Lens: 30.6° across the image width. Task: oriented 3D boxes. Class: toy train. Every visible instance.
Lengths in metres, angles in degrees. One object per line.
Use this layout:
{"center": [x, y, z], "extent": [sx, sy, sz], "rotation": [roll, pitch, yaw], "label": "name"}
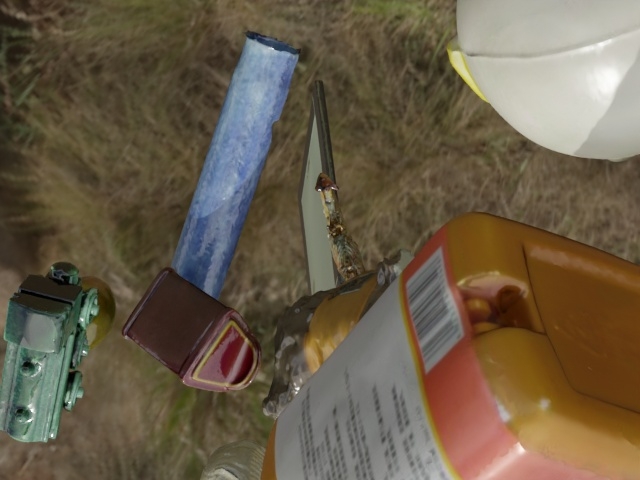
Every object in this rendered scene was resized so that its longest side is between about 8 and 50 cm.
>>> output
{"center": [-0.249, 0.105, 1.047], "extent": [0.071, 0.111, 0.170], "rotation": [15, 112, 1], "label": "toy train"}

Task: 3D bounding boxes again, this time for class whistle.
{"center": [-0.095, -0.056, 1.173], "extent": [0.062, 0.062, 0.304], "rotation": [20, 107, 3], "label": "whistle"}

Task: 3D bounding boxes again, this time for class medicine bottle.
{"center": [0.059, 0.109, 0.468], "extent": [0.149, 0.112, 0.222], "rotation": [19, 128, -25], "label": "medicine bottle"}

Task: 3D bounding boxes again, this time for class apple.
{"center": [-0.248, 0.076, 1.183], "extent": [0.089, 0.089, 0.074], "rotation": [-34, 97, 28], "label": "apple"}

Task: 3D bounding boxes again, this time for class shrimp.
{"center": [0.018, -0.005, 1.034], "extent": [0.025, 0.127, 0.091], "rotation": [-18, 137, -2], "label": "shrimp"}

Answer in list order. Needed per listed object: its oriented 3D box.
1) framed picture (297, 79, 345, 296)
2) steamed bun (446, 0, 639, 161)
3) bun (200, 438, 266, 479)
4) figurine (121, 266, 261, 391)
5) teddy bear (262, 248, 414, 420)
{"center": [0.000, 0.000, 1.552], "extent": [0.016, 0.347, 0.265], "rotation": [-2, 145, -8], "label": "framed picture"}
{"center": [0.318, -0.247, 1.188], "extent": [0.334, 0.374, 0.334], "rotation": [38, 146, 32], "label": "steamed bun"}
{"center": [-0.109, 0.363, 1.636], "extent": [0.113, 0.166, 0.173], "rotation": [-15, 97, 20], "label": "bun"}
{"center": [-0.108, 0.102, 1.129], "extent": [0.154, 0.082, 0.098], "rotation": [29, 170, 43], "label": "figurine"}
{"center": [0.042, 0.079, 0.840], "extent": [0.190, 0.177, 0.140], "rotation": [-15, 116, 45], "label": "teddy bear"}
